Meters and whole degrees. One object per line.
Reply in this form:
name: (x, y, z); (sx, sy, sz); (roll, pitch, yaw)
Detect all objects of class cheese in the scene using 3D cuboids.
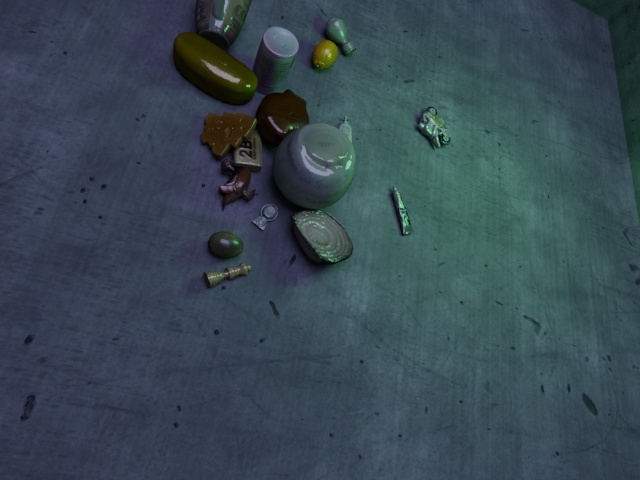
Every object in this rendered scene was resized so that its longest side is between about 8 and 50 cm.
cheese: (-0.214, -0.099, 1.757); (0.067, 0.026, 0.121); (40, 62, -3)

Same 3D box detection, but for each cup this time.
cup: (-0.416, -0.969, 1.864); (0.227, 0.301, 0.257); (10, 76, -13)

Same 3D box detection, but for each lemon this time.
lemon: (0.019, -0.878, 2.100); (0.114, 0.114, 0.155); (37, 73, -5)

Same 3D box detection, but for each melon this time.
melon: (-0.346, 0.016, 1.621); (0.130, 0.098, 0.098); (7, 68, -22)

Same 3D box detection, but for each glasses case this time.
glasses case: (-0.442, -0.712, 1.836); (0.371, 0.141, 0.173); (31, 63, -8)

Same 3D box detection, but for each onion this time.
onion: (0.000, 0.000, 1.768); (0.247, 0.111, 0.250); (-14, 64, -49)

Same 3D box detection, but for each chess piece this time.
chess piece: (-0.334, 0.120, 1.613); (0.172, 0.060, 0.060); (-16, 77, -29)

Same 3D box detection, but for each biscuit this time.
biscuit: (-0.364, -0.438, 1.772); (0.238, 0.041, 0.212); (-18, 68, 2)

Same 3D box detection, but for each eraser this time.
eraser: (-0.300, -0.371, 1.809); (0.117, 0.058, 0.172); (4, 69, -21)

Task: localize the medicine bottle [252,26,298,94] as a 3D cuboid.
medicine bottle: (-0.200, -0.755, 1.883); (0.152, 0.254, 0.152); (7, 69, -19)

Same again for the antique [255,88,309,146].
antique: (-0.160, -0.509, 1.862); (0.223, 0.129, 0.278); (28, 53, -16)

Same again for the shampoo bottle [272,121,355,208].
shampoo bottle: (-0.023, -0.289, 1.734); (0.322, 0.317, 0.323); (4, 77, -16)

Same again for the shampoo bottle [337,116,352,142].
shampoo bottle: (0.110, -0.504, 2.030); (0.077, 0.045, 0.152); (10, 69, -16)

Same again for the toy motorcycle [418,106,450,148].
toy motorcycle: (0.560, -0.566, 2.218); (0.151, 0.074, 0.229); (-16, 78, -23)

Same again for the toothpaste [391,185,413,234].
toothpaste: (0.364, -0.138, 1.997); (0.060, 0.038, 0.233); (-10, 77, -22)

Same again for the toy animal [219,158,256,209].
toy animal: (-0.345, -0.214, 1.718); (0.179, 0.089, 0.188); (42, 74, -6)

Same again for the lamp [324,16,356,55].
lamp: (0.098, -1.010, 2.193); (0.106, 0.106, 0.193); (-36, 96, -29)
